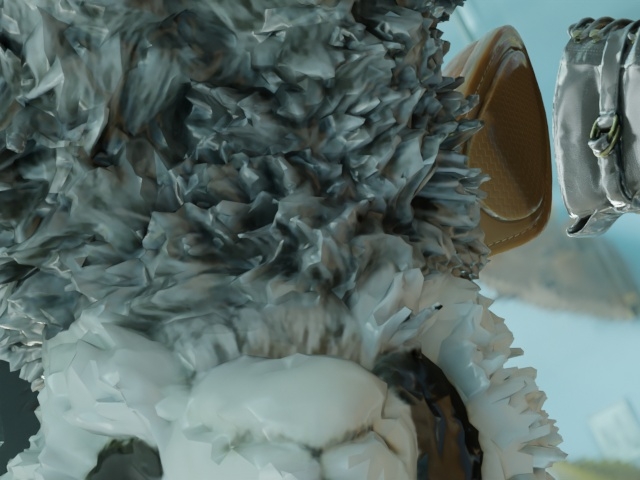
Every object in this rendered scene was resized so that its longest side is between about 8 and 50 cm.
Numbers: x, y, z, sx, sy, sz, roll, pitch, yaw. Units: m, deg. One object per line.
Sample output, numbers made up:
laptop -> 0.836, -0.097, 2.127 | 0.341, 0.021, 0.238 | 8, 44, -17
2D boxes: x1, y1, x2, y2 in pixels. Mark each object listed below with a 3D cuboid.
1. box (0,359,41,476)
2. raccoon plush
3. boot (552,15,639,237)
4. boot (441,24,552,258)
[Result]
box -> -0.220, 0.082, 0.751 | 0.079, 0.257, 0.322 | 46, 178, 35
raccoon plush -> -0.005, -0.003, 0.688 | 0.446, 0.216, 0.299 | -52, -49, -73
boot -> 0.216, -0.126, 1.162 | 0.229, 0.091, 0.262 | -169, 87, -66
boot -> 0.000, 0.000, 1.029 | 0.109, 0.220, 0.283 | 52, -136, -38
